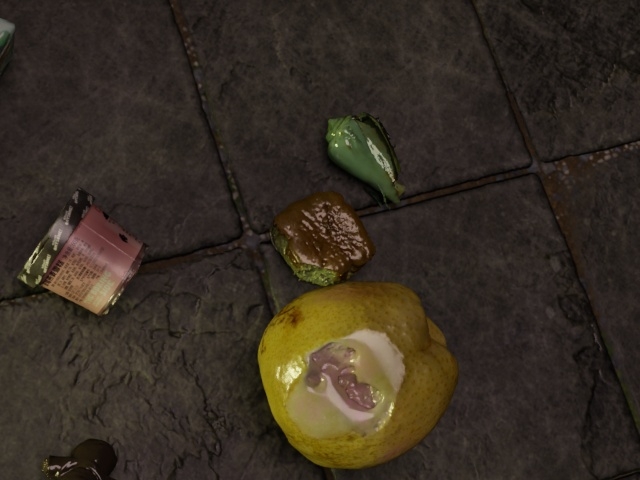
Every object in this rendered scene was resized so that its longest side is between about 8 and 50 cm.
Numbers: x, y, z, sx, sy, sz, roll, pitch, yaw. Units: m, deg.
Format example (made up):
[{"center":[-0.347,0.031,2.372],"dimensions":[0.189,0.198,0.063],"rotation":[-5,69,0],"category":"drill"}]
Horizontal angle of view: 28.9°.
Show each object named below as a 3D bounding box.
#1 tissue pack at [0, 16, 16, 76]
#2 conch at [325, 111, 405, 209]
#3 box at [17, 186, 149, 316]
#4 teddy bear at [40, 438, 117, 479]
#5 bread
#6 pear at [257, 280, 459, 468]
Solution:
[{"center":[-0.593,-0.211,1.725],"dimensions":[0.228,0.128,0.311],"rotation":[26,68,-8],"category":"tissue pack"},{"center":[0.078,-0.133,1.917],"dimensions":[0.170,0.079,0.106],"rotation":[46,72,-14],"category":"conch"},{"center":[-0.320,0.023,1.716],"dimensions":[0.135,0.151,0.151],"rotation":[33,67,-11],"category":"box"},{"center":[-0.321,0.336,1.645],"dimensions":[0.119,0.078,0.160],"rotation":[20,69,-4],"category":"teddy bear"},{"center":[0.000,0.000,1.849],"dimensions":[0.128,0.069,0.140],"rotation":[-31,81,-21],"category":"bread"},{"center":[0.052,0.179,1.697],"dimensions":[0.271,0.271,0.271],"rotation":[5,71,-14],"category":"pear"}]
